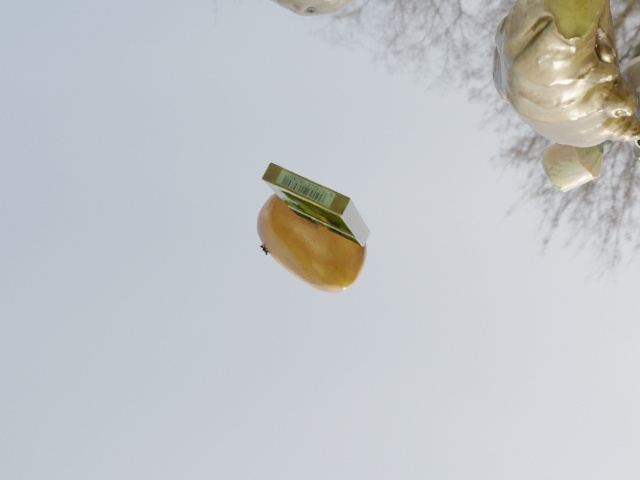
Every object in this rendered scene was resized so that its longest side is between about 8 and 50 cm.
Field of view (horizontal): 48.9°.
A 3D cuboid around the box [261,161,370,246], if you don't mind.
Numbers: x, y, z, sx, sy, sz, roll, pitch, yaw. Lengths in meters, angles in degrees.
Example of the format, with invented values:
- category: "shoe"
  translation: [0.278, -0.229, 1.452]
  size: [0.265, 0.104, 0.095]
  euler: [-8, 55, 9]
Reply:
- category: "box"
  translation: [0.000, -0.047, 0.989]
  size: [0.121, 0.193, 0.030]
  euler: [26, -96, 16]

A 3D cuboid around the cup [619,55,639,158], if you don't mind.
- category: "cup"
  translation: [0.407, -0.162, 0.857]
  size: [0.102, 0.074, 0.099]
  euler: [44, -147, -52]

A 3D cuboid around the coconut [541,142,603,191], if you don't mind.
- category: "coconut"
  translation: [0.556, -0.176, 1.533]
  size: [0.116, 0.122, 0.116]
  euler: [31, -136, -35]

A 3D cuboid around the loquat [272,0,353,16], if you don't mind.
- category: "loquat"
  translation: [-0.032, -0.561, 1.285]
  size: [0.276, 0.276, 0.284]
  euler: [3, -88, -29]

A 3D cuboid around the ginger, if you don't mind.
- category: "ginger"
  translation: [0.167, -0.110, 0.482]
  size: [0.115, 0.081, 0.205]
  euler: [67, -169, 4]

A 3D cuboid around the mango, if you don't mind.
- category: "mango"
  translation: [0.000, 0.000, 1.340]
  size: [0.187, 0.138, 0.257]
  euler: [-10, -139, -38]
